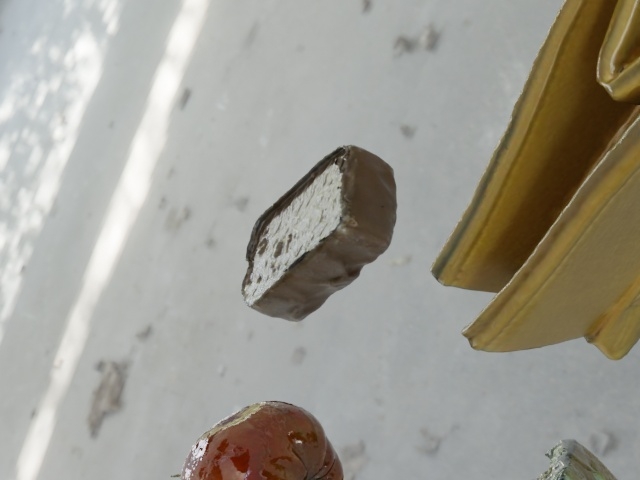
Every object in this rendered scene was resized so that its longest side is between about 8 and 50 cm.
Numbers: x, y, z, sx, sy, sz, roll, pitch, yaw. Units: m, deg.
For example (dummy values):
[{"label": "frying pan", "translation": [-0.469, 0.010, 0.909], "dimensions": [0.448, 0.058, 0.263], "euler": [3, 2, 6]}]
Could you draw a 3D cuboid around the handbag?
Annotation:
[{"label": "handbag", "translation": [0.264, -0.064, 0.723], "dimensions": [0.133, 0.401, 0.283], "euler": [53, 134, 35]}]

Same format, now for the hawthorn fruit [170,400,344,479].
[{"label": "hawthorn fruit", "translation": [-0.049, 0.177, 0.960], "dimensions": [0.125, 0.140, 0.125], "euler": [-54, -17, -24]}]

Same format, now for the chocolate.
[{"label": "chocolate", "translation": [0.000, 0.000, 1.528], "dimensions": [0.214, 0.093, 0.148], "euler": [-42, 30, 41]}]

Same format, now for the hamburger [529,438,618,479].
[{"label": "hamburger", "translation": [0.266, 0.350, 1.435], "dimensions": [0.167, 0.192, 0.288], "euler": [-37, -7, 15]}]
